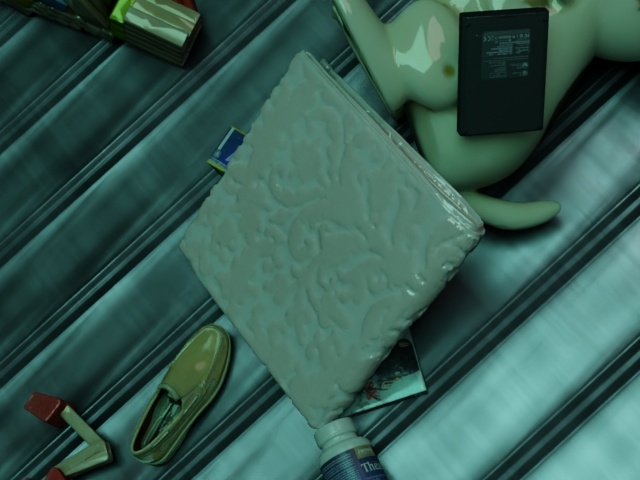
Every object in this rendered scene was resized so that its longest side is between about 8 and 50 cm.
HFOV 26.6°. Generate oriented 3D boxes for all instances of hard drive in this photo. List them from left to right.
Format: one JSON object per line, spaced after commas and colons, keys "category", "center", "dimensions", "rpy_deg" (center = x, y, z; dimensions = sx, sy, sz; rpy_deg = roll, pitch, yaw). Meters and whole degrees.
{"category": "hard drive", "center": [0.194, -0.179, 1.446], "dimensions": [0.094, 0.135, 0.022], "rpy_deg": [-5, 27, -7]}

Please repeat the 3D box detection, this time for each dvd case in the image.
{"category": "dvd case", "center": [0.060, 0.158, 1.612], "dimensions": [0.119, 0.013, 0.087], "rpy_deg": [-19, 69, 11]}

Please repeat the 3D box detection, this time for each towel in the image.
{"category": "towel", "center": [0.000, 0.000, 1.574], "dimensions": [0.317, 0.053, 0.332], "rpy_deg": [50, 122, 25]}

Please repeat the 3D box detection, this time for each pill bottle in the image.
{"category": "pill bottle", "center": [0.038, 0.268, 1.553], "dimensions": [0.067, 0.067, 0.120], "rpy_deg": [-28, 68, 5]}

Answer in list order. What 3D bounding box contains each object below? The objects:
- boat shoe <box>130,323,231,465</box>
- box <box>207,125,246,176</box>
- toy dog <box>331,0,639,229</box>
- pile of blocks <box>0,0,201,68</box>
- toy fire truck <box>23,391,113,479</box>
{"category": "boat shoe", "center": [-0.170, 0.184, 1.634], "dimensions": [0.068, 0.072, 0.190], "rpy_deg": [22, 79, 21]}
{"category": "box", "center": [-0.056, -0.075, 1.697], "dimensions": [0.169, 0.054, 0.059], "rpy_deg": [32, 84, 21]}
{"category": "toy dog", "center": [0.254, -0.252, 1.554], "dimensions": [0.408, 0.284, 0.395], "rpy_deg": [-30, 80, 4]}
{"category": "pile of blocks", "center": [-0.306, -0.347, 1.803], "dimensions": [0.362, 0.149, 0.113], "rpy_deg": [20, 79, 21]}
{"category": "toy fire truck", "center": [-0.299, 0.282, 1.652], "dimensions": [0.192, 0.047, 0.135], "rpy_deg": [25, 79, 20]}
